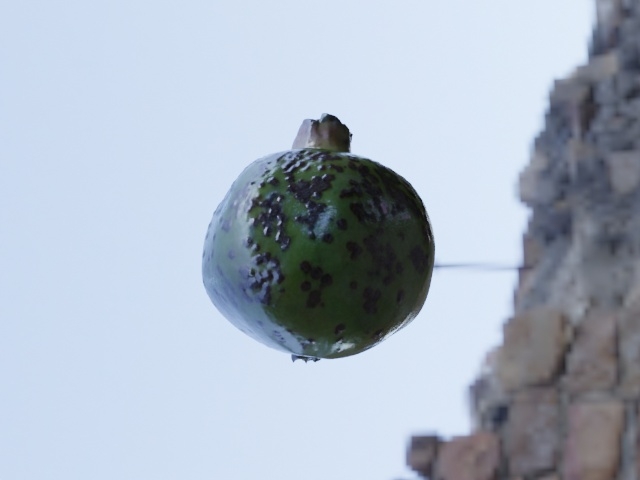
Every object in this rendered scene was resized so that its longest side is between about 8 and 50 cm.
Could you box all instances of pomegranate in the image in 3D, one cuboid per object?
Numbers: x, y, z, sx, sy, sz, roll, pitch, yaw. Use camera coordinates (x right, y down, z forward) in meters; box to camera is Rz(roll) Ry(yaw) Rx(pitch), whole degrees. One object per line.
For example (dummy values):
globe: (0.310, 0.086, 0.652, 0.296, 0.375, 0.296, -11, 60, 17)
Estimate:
pomegranate: (0.000, 0.000, 2.024, 0.254, 0.254, 0.270, 42, -129, -58)
